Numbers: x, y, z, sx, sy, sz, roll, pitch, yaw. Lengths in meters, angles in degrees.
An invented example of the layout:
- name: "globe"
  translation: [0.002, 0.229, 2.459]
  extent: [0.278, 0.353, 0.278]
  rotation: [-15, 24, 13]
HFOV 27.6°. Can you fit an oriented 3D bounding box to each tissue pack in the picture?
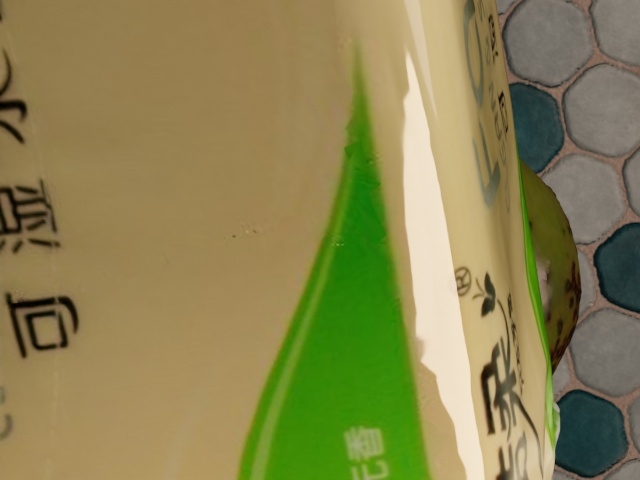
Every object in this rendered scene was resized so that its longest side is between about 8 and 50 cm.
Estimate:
- name: "tissue pack"
  translation: [-0.099, -0.067, 0.488]
  extent: [0.205, 0.332, 0.404]
  rotation: [-58, 140, -67]

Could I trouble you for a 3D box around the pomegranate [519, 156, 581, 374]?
- name: "pomegranate"
  translation: [0.000, 0.000, 0.828]
  extent: [0.340, 0.285, 0.285]
  rotation: [-111, 177, -51]
